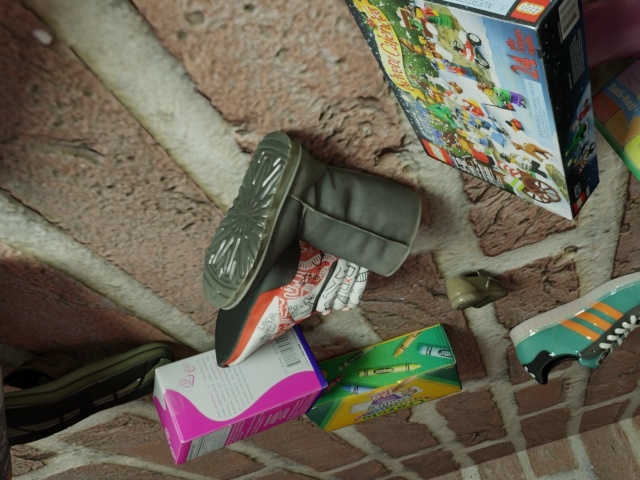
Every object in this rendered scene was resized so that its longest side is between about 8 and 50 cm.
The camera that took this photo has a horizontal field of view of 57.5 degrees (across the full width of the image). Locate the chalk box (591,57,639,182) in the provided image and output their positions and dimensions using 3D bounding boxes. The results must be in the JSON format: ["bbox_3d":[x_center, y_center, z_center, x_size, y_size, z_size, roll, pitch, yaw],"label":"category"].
[{"bbox_3d":[0.347,-0.112,0.530,0.213,0.132,0.132,0,146,-39],"label":"chalk box"}]

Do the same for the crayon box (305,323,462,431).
[{"bbox_3d":[0.109,0.257,1.067,0.278,0.081,0.165,-19,147,7],"label":"crayon box"}]

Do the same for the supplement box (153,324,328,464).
[{"bbox_3d":[-0.120,0.220,0.851,0.220,0.111,0.114,-13,150,-28],"label":"supplement box"}]

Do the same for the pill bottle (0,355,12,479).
[{"bbox_3d":[-0.405,0.167,0.582,0.162,0.162,0.279,-1,120,-21],"label":"pill bottle"}]

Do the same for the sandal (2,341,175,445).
[{"bbox_3d":[-0.354,0.197,0.800,0.302,0.086,0.120,-14,145,-29],"label":"sandal"}]

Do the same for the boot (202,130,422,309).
[{"bbox_3d":[0.001,0.002,0.602,0.208,0.076,0.190,23,98,-48],"label":"boot"}]

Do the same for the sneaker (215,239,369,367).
[{"bbox_3d":[-0.038,0.086,0.744,0.144,0.090,0.270,6,139,-25],"label":"sneaker"}]

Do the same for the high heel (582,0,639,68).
[{"bbox_3d":[0.209,-0.263,0.324,0.181,0.127,0.377,-28,151,-8],"label":"high heel"}]

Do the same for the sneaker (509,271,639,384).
[{"bbox_3d":[0.500,0.161,1.045,0.302,0.121,0.108,-33,144,25],"label":"sneaker"}]

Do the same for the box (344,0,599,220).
[{"bbox_3d":[0.122,-0.114,0.448,0.044,0.159,0.233,-54,143,-6],"label":"box"}]

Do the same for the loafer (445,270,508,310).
[{"bbox_3d":[0.235,0.071,0.873,0.056,0.050,0.148,-32,159,30],"label":"loafer"}]
